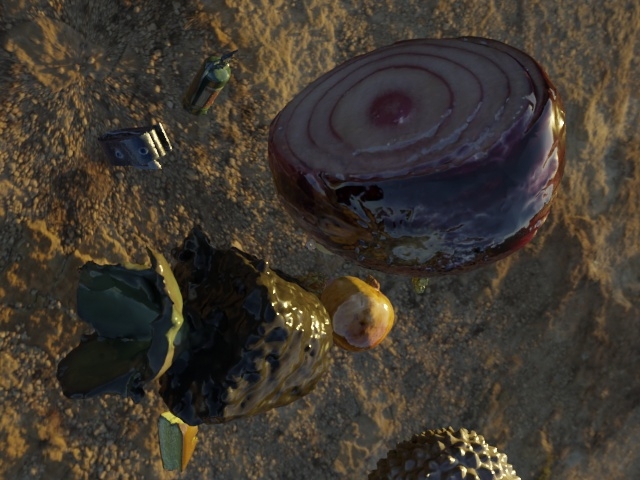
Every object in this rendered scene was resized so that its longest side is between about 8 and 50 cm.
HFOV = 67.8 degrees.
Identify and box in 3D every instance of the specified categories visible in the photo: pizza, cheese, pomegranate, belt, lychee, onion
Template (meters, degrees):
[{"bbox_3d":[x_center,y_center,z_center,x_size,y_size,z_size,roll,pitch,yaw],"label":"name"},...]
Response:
[{"bbox_3d":[-0.049,0.171,1.679,0.197,0.292,0.058,-35,129,-28],"label":"pizza"},{"bbox_3d":[0.000,0.000,1.709,0.054,0.251,0.127,-23,91,-24],"label":"cheese"},{"bbox_3d":[0.104,0.214,1.431,0.248,0.248,0.248,-9,112,-24],"label":"pomegranate"},{"bbox_3d":[-0.586,-0.283,1.495,0.122,0.218,0.128,-59,143,-45],"label":"belt"},{"bbox_3d":[0.237,0.579,0.934,0.380,0.380,0.432,-8,101,-24],"label":"lychee"},{"bbox_3d":[0.118,-0.085,0.605,0.336,0.282,0.260,-10,143,14],"label":"onion"}]

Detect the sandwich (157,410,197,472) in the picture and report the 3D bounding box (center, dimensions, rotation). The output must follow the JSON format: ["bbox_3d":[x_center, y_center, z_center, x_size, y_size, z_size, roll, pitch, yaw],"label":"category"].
[{"bbox_3d":[-0.413,0.570,1.387,0.090,0.088,0.244,17,123,10],"label":"sandwich"}]

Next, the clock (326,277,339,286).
[{"bbox_3d":[0.094,0.230,1.913,0.198,0.064,0.172,27,139,-23],"label":"clock"}]

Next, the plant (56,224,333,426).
[{"bbox_3d":[-0.086,0.070,0.376,0.142,0.131,0.203,-51,147,6],"label":"plant"}]

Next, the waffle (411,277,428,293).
[{"bbox_3d":[0.390,0.021,1.719,0.073,0.297,0.317,20,132,2],"label":"waffle"}]

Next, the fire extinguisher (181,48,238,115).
[{"bbox_3d":[-0.349,-0.501,1.501,0.118,0.294,0.093,-32,93,-38],"label":"fire extinguisher"}]
